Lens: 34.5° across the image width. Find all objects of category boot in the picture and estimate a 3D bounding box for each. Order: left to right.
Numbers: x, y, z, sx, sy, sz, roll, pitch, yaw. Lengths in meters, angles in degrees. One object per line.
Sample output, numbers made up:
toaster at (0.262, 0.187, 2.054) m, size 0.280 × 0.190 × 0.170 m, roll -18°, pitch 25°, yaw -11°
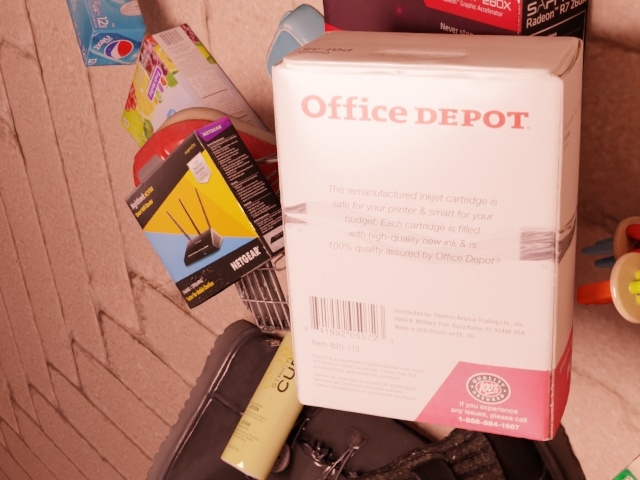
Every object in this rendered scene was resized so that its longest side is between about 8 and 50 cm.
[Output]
boot at (-0.020, 0.350, 1.289) m, size 0.445 × 0.146 × 0.367 m, roll 28°, pitch 103°, yaw 39°
boot at (0.167, 0.345, 1.019) m, size 0.348 × 0.260 × 0.131 m, roll 62°, pitch 148°, yaw 1°

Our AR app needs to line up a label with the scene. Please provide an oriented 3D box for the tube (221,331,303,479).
tube at (-0.040, 0.169, 1.244) m, size 0.070 × 0.240 × 0.062 m, roll 26°, pitch 167°, yaw 13°

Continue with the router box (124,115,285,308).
router box at (-0.107, -0.021, 0.982) m, size 0.133 × 0.046 × 0.179 m, roll 59°, pitch 144°, yaw 1°

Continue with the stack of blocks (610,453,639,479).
stack of blocks at (0.339, 0.143, 0.785) m, size 0.171 × 0.087 × 0.297 m, roll 49°, pitch 146°, yaw 19°

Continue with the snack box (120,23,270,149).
snack box at (-0.157, -0.135, 1.296) m, size 0.207 × 0.070 × 0.174 m, roll 51°, pitch 146°, yaw 14°

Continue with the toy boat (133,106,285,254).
toy boat at (-0.092, -0.034, 1.127) m, size 0.151 × 0.231 × 0.151 m, roll -38°, pitch 42°, yaw 45°

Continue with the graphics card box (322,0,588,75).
graphics card box at (0.114, -0.090, 0.924) m, size 0.232 × 0.094 × 0.371 m, roll 29°, pitch 137°, yaw 40°

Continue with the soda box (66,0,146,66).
soda box at (-0.277, -0.319, 1.272) m, size 0.071 × 0.067 × 0.210 m, roll -56°, pitch 49°, yaw 54°

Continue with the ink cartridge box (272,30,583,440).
ink cartridge box at (0.087, -0.009, 0.777) m, size 0.207 × 0.117 × 0.283 m, roll 6°, pitch 116°, yaw 20°

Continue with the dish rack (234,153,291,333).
dish rack at (0.000, 0.000, 0.974) m, size 0.271 × 0.074 × 0.208 m, roll -1°, pitch 112°, yaw 48°

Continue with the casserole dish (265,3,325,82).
casserole dish at (0.001, -0.159, 1.084) m, size 0.188 × 0.037 × 0.114 m, roll 52°, pitch 148°, yaw 13°

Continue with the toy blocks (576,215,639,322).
toy blocks at (0.245, 0.020, 0.790) m, size 0.148 × 0.123 × 0.054 m, roll -13°, pitch 109°, yaw 57°
